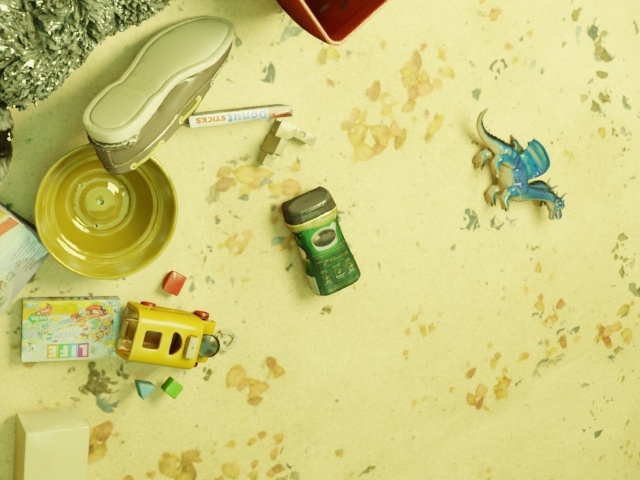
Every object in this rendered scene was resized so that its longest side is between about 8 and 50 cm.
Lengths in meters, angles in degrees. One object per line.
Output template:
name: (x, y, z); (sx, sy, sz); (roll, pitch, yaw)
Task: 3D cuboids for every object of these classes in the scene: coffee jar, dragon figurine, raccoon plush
coffee jar: (0.000, 0.000, 1.460); (0.096, 0.079, 0.184); (-25, 112, -13)
dragon figurine: (0.382, -0.152, 1.584); (0.144, 0.085, 0.289); (-31, 113, -14)
raccoon plush: (-0.368, -0.263, 1.202); (0.299, 0.216, 0.446); (2, 117, -33)

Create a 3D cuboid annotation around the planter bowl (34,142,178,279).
planter bowl: (-0.342, -0.054, 1.293); (0.217, 0.090, 0.217); (-6, 105, -23)

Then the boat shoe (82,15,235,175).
boat shoe: (-0.234, -0.229, 1.252); (0.324, 0.117, 0.096); (-56, 156, -36)

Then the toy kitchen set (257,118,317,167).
toy kitchen set: (-0.052, -0.155, 1.405); (0.075, 0.068, 0.083); (24, 93, -26)

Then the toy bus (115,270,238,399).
toy bus: (-0.238, 0.167, 1.373); (0.202, 0.104, 0.191); (-36, 112, -20)

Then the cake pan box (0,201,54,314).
cake pan box: (-0.580, 0.036, 1.226); (0.246, 0.070, 0.267); (41, 85, -24)

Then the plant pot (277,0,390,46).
plant pot: (-0.005, -0.484, 1.252); (0.267, 0.236, 0.267); (-43, 116, -9)

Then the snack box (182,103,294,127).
snack box: (-0.138, -0.208, 1.357); (0.178, 0.064, 0.022); (-10, 105, -21)

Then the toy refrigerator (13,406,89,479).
toy refrigerator: (-0.453, 0.420, 1.363); (0.102, 0.094, 0.269); (-1, 104, -30)

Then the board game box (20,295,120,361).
board game box: (-0.411, 0.144, 1.347); (0.154, 0.026, 0.103); (0, 103, -24)
